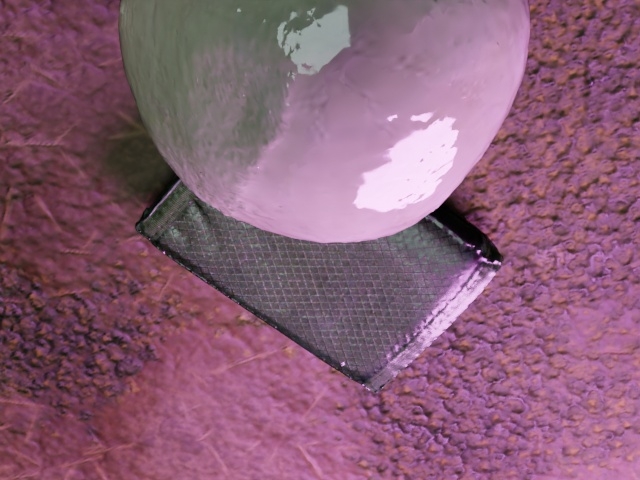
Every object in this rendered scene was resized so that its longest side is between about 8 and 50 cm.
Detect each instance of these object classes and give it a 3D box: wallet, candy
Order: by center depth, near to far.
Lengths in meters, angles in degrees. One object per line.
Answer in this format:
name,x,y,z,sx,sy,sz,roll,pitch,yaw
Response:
candy,0.003,-0.133,1.288,0.295,0.185,0.295,-2,110,-7
wallet,0.000,-0.001,1.468,0.236,0.055,0.160,36,112,-17
